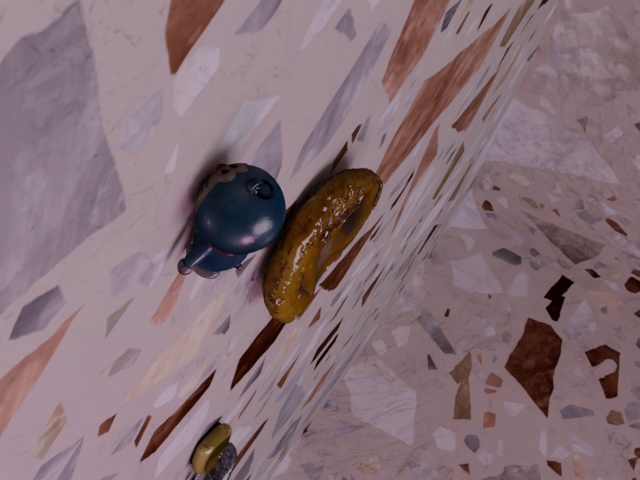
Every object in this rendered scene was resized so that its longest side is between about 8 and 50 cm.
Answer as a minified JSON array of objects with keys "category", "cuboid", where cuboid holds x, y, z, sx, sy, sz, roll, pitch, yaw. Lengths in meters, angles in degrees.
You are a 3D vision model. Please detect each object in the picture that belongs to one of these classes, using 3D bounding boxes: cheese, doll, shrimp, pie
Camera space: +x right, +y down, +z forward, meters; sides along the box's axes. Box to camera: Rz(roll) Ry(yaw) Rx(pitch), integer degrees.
[{"category":"cheese","cuboid":[-0.207,0.396,1.752,0.086,0.036,0.162,-43,162,-49]},{"category":"doll","cuboid":[-0.084,-0.019,0.950,0.114,0.085,0.152,-36,170,-33]},{"category":"shrimp","cuboid":[-0.212,0.455,1.852,0.165,0.065,0.056,-51,137,-7]},{"category":"pie","cuboid":[-0.002,0.000,1.407,0.273,0.069,0.273,-56,170,-14]}]
